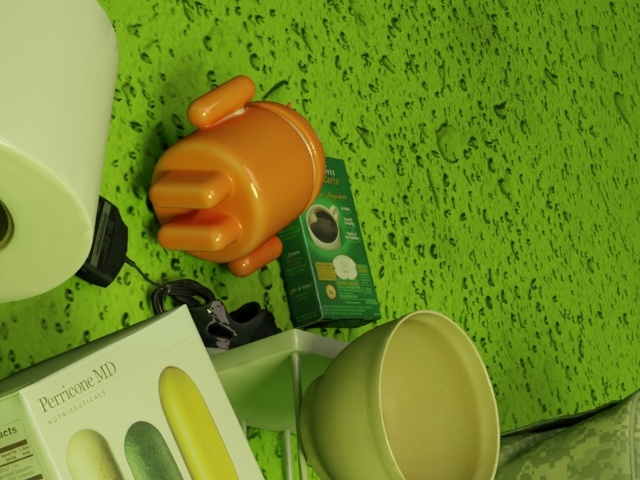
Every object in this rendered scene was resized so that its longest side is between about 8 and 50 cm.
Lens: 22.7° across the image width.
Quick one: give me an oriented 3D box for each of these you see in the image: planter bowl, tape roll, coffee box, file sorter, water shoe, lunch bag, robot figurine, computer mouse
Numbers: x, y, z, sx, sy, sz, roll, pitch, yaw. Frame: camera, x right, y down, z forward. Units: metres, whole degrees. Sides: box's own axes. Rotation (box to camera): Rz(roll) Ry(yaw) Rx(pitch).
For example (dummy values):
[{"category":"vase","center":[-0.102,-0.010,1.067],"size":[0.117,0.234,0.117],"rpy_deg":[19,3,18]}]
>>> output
[{"category":"planter bowl","center":[0.053,0.144,1.266],"size":[0.162,0.109,0.162],"rpy_deg":[22,61,-47]},{"category":"tape roll","center":[-0.275,-0.085,1.154],"size":[0.246,0.246,0.169],"rpy_deg":[34,47,-40]},{"category":"coffee box","center":[0.000,0.000,1.670],"size":[0.113,0.040,0.184],"rpy_deg":[3,70,-54]},{"category":"file sorter","center":[-0.001,0.206,1.421],"size":[0.277,0.192,0.173],"rpy_deg":[19,60,-48]},{"category":"water shoe","center":[-0.049,0.098,1.503],"size":[0.203,0.073,0.080],"rpy_deg":[15,71,-54]},{"category":"lunch bag","center":[0.245,0.300,1.607],"size":[0.212,0.305,0.256],"rpy_deg":[18,59,-49]},{"category":"robot figurine","center":[-0.076,-0.060,1.520],"size":[0.158,0.128,0.219],"rpy_deg":[49,35,2]},{"category":"computer mouse","center":[-0.176,0.023,1.425],"size":[0.242,0.041,0.071],"rpy_deg":[40,52,-45]}]

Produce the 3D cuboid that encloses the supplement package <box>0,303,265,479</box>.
[{"category":"supplement package","center":[-0.168,0.220,1.171],"size":[0.199,0.198,0.263],"rpy_deg":[-28,95,-56]}]
